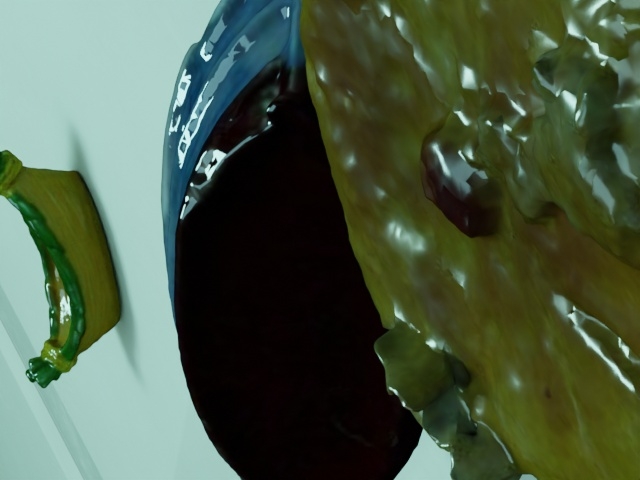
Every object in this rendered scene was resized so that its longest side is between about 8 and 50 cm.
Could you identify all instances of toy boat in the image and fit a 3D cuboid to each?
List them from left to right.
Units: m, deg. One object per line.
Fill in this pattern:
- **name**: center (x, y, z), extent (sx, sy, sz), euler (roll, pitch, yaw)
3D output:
- **toy boat**: center (-0.215, 0.012, 1.219), extent (0.089, 0.088, 0.230), euler (41, 148, 49)
- **toy boat**: center (0.000, 0.000, 0.661), extent (0.142, 0.129, 0.309), euler (-82, -7, -47)

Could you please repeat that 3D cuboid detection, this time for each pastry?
- **pastry**: center (0.077, -0.031, 0.426), extent (0.257, 0.120, 0.236), euler (61, 158, 19)
